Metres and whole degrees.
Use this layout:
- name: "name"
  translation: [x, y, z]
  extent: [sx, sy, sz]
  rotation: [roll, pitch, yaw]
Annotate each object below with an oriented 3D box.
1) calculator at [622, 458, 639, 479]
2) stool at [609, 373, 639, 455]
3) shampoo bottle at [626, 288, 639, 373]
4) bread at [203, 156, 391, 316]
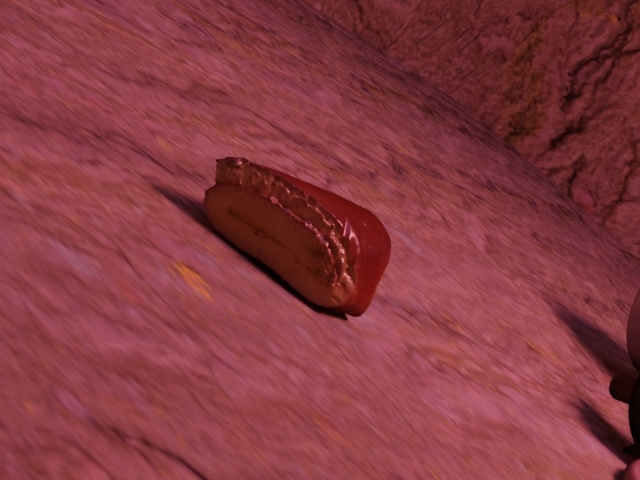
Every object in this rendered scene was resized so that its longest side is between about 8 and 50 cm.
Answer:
- name: "calculator"
  translation: [0.315, 0.235, 1.325]
  extent: [0.103, 0.024, 0.166]
  rotation: [42, 12, 15]
- name: "stool"
  translation: [0.400, 0.171, 1.463]
  extent: [0.228, 0.153, 0.139]
  rotation: [8, 7, -16]
- name: "shampoo bottle"
  translation: [0.536, 0.133, 1.805]
  extent: [0.273, 0.273, 0.266]
  rotation: [30, 5, -40]
- name: "bread"
  translation: [0.000, -0.001, 1.126]
  extent: [0.119, 0.067, 0.192]
  rotation: [45, 12, 25]
